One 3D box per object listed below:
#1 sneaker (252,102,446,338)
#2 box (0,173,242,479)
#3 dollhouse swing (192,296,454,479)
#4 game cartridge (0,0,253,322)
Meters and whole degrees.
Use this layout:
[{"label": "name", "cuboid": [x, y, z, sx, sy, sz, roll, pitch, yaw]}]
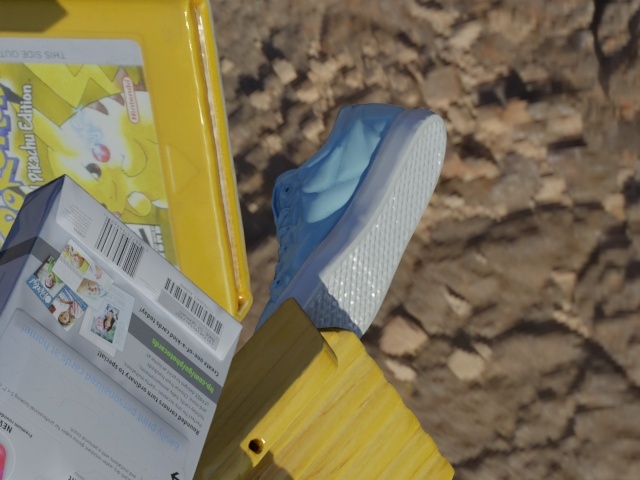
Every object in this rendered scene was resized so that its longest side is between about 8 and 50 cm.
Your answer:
[{"label": "sneaker", "cuboid": [0.000, 0.000, 1.735, 0.150, 0.135, 0.366, 15, 58, 31]}, {"label": "box", "cuboid": [-0.123, 0.080, 0.836, 0.038, 0.145, 0.186, -24, 37, 37]}, {"label": "dollhouse swing", "cuboid": [0.061, 0.280, 1.438, 0.315, 0.347, 0.305, -48, 28, -23]}, {"label": "game cartridge", "cuboid": [-0.224, -0.071, 1.258, 0.323, 0.053, 0.285, 3, 119, 18]}]
